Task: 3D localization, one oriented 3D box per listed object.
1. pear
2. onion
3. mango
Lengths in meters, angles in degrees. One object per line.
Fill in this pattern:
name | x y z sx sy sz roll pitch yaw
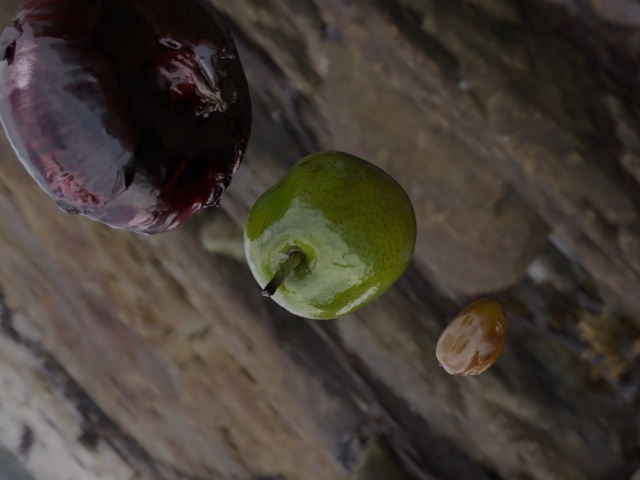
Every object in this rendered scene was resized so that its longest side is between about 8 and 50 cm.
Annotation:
pear | 0.000 0.000 1.593 0.166 0.180 0.216 65 -151 -4
onion | -0.197 -0.157 1.675 0.232 0.314 0.314 -20 115 46
mango | 0.190 0.121 1.964 0.080 0.114 0.060 17 -148 -39
